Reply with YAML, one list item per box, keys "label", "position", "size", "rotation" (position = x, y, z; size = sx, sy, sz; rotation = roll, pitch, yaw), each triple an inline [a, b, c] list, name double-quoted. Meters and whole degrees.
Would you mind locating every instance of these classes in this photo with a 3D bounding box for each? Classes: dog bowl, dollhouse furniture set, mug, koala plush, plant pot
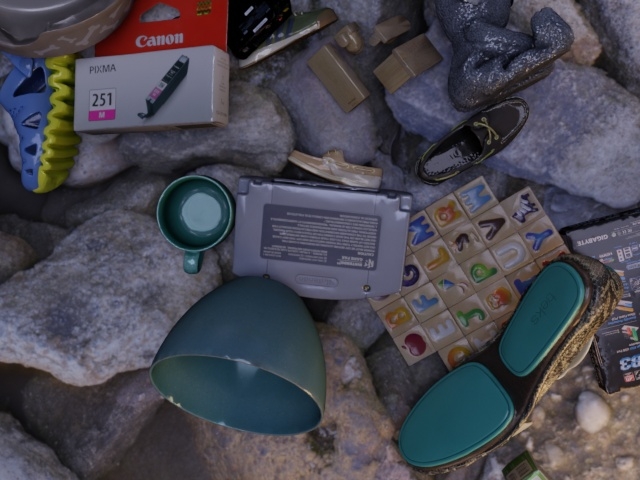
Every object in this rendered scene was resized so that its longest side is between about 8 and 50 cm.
- label: "dog bowl"
  position: [-0.459, -0.454, 1.482]
  size: [0.348, 0.102, 0.349]
  rotation: [1, 66, -3]
- label: "dollhouse furniture set"
  position: [0.095, -0.313, 1.561]
  size: [0.151, 0.123, 0.144]
  rotation: [-37, 91, 39]
- label: "mug"
  position: [-0.218, -0.038, 1.556]
  size: [0.129, 0.097, 0.158]
  rotation: [39, 95, 0]
- label: "koala plush"
  position: [0.260, -0.344, 1.464]
  size: [0.203, 0.196, 0.221]
  rotation: [-28, 84, -4]
- label: "plant pot"
  position: [-0.117, 0.175, 1.499]
  size: [0.290, 0.290, 0.195]
  rotation: [13, 58, 2]

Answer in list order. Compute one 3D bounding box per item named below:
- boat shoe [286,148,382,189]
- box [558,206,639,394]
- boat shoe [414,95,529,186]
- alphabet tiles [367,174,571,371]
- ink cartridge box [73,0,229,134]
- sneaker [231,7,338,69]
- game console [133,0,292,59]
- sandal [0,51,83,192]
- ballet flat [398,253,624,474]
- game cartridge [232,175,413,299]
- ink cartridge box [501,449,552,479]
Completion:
- label: "boat shoe"
  position: [0.027, -0.130, 1.560]
  size: [0.170, 0.063, 0.059]
  rotation: [20, 91, -8]
- label: "box"
  position: [0.590, 0.085, 1.536]
  size: [0.295, 0.073, 0.293]
  rotation: [-16, 94, 5]
- label: "boat shoe"
  position: [0.265, -0.170, 1.539]
  size: [0.227, 0.068, 0.081]
  rotation: [-35, 90, 4]
- label: "alphabet tiles"
  position: [0.253, 0.066, 1.549]
  size: [0.342, 0.011, 0.285]
  rotation: [-31, 92, 16]
- label: "ink cartridge box"
  position: [-0.284, -0.304, 1.511]
  size: [0.275, 0.060, 0.239]
  rotation: [-1, 88, 22]
- label: "sneaker"
  position: [-0.073, -0.372, 1.545]
  size: [0.192, 0.064, 0.086]
  rotation: [-26, 97, 7]
- label: "game console"
  position: [-0.230, -0.356, 1.547]
  size: [0.361, 0.044, 0.213]
  rotation: [-40, 73, 14]
- label: "sandal"
  position: [-0.490, -0.239, 1.553]
  size: [0.138, 0.126, 0.317]
  rotation: [2, 84, 4]
- label: "ballet flat"
  position: [0.332, 0.224, 1.497]
  size: [0.483, 0.182, 0.164]
  rotation: [-54, 46, 24]
- label: "game cartridge"
  position: [0.000, 0.000, 1.540]
  size: [0.297, 0.062, 0.198]
  rotation: [7, 110, 4]
- label: "ink cartridge box"
  position: [0.408, 0.472, 1.549]
  size: [0.062, 0.109, 0.209]
  rotation: [-41, 91, 5]
